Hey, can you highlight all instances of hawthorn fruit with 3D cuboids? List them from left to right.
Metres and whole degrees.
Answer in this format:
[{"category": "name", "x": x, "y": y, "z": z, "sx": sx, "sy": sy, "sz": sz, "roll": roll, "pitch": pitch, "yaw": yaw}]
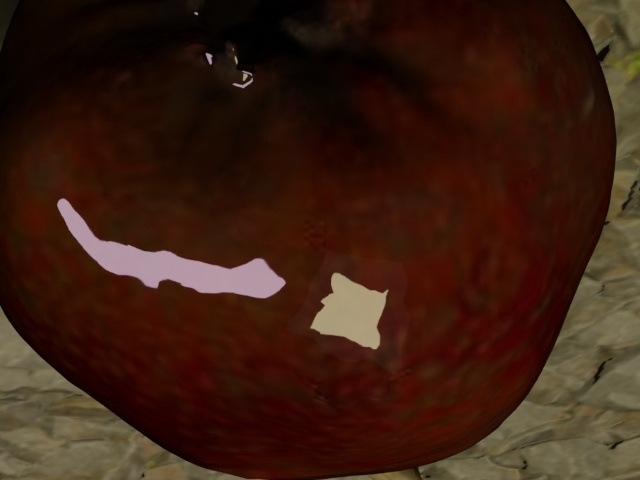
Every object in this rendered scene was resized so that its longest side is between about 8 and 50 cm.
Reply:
[{"category": "hawthorn fruit", "x": 0.000, "y": 0.000, "z": 0.611, "sx": 0.208, "sy": 0.208, "sz": 0.248, "roll": -13, "pitch": 137, "yaw": 4}]

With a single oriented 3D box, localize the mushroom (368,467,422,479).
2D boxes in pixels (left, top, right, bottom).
[{"category": "mushroom", "x": 0.016, "y": 0.091, "z": 0.884, "sx": 0.061, "sy": 0.060, "sz": 0.187, "roll": -29, "pitch": 148, "yaw": 13}]
